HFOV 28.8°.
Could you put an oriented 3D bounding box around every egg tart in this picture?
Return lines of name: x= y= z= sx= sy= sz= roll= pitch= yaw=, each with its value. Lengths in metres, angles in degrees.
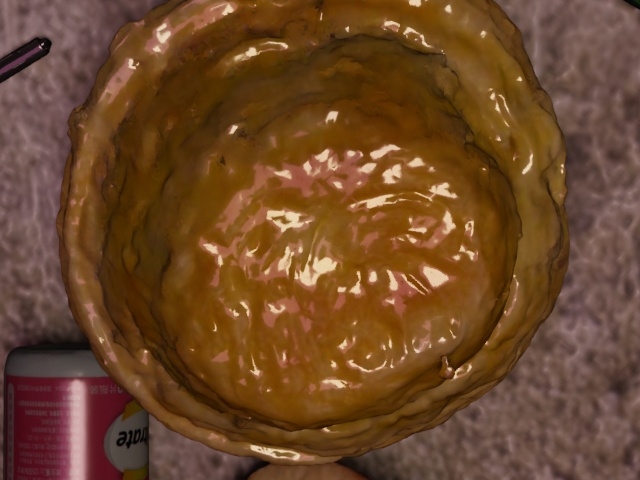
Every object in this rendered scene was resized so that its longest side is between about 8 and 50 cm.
egg tart: x=0.000 y=0.000 z=0.685 sx=0.319 sy=0.128 sz=0.319 roll=-1 pitch=109 yaw=-3

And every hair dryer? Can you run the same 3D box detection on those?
hair dryer: x=-0.199 y=-0.098 z=0.765 sx=0.083 sy=0.026 sz=0.047 roll=-32 pitch=106 yaw=4

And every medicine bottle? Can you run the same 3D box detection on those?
medicine bottle: x=-0.153 y=0.174 z=0.780 sx=0.090 sy=0.090 sz=0.216 roll=0 pitch=89 yaw=3

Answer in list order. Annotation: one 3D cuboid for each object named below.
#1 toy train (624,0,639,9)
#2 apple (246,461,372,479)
toy train: x=0.194 y=-0.159 z=0.713 sx=0.209 sy=0.042 sz=0.044 roll=29 pitch=130 yaw=-7
apple: x=0.001 y=0.301 z=0.790 sx=0.293 sy=0.251 sz=0.163 roll=-42 pitch=135 yaw=14
